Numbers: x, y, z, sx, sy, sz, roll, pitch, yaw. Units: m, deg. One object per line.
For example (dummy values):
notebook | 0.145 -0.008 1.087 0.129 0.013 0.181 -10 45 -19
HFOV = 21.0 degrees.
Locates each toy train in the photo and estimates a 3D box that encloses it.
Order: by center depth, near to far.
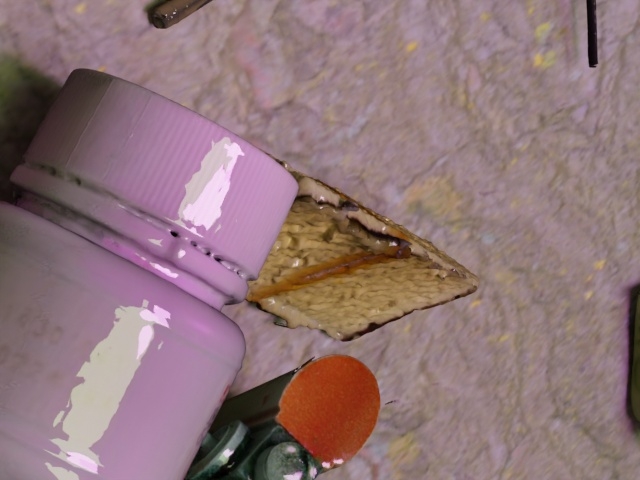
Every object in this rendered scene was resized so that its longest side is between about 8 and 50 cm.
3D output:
toy train | -0.052 0.179 1.442 0.116 0.285 0.177 44 63 -6

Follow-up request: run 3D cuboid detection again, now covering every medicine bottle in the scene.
medicine bottle | -0.169 0.047 1.307 0.241 0.241 0.302 32 82 -42

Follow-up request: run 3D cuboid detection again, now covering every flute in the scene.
flute | -0.051 -0.238 1.463 0.233 0.027 0.027 -36 124 -27

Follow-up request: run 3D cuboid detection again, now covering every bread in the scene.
bread | 0.000 0.000 1.525 0.178 0.142 0.266 -34 138 23

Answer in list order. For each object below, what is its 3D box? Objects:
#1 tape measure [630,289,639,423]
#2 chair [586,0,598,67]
tape measure | 0.425 0.138 1.935 0.175 0.106 0.200 -14 114 -33
chair | 0.346 -0.307 1.679 0.158 0.172 0.247 -20 102 -26
